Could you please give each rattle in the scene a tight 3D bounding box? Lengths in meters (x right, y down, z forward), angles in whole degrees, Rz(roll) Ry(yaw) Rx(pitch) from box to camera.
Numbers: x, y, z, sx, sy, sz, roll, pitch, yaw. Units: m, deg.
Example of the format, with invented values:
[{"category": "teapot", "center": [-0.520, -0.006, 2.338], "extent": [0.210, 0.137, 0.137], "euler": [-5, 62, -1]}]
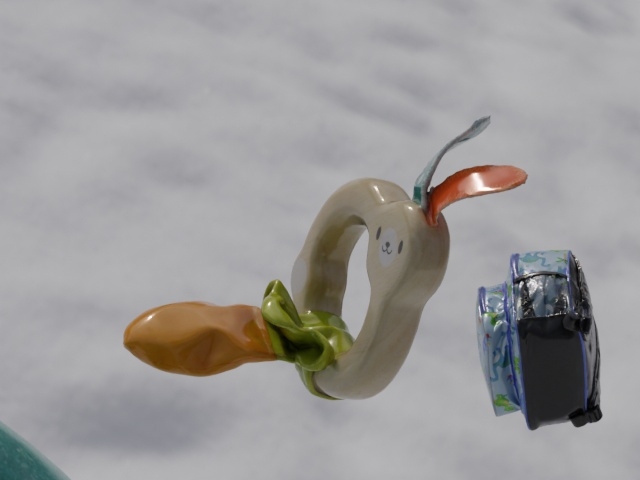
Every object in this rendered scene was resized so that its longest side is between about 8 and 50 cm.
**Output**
[{"category": "rattle", "center": [0.000, 0.000, 1.044], "extent": [0.143, 0.199, 0.130], "euler": [23, 56, -14]}]

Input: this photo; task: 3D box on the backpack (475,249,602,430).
[{"category": "backpack", "center": [0.152, 0.064, 1.354], "extent": [0.084, 0.105, 0.114], "euler": [-5, 34, 10]}]

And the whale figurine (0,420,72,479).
[{"category": "whale figurine", "center": [-0.162, 0.144, 0.938], "extent": [0.141, 0.272, 0.216], "euler": [-14, 30, -5]}]
